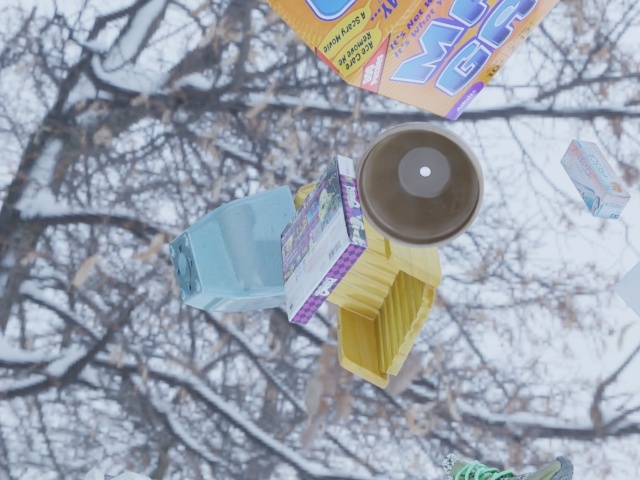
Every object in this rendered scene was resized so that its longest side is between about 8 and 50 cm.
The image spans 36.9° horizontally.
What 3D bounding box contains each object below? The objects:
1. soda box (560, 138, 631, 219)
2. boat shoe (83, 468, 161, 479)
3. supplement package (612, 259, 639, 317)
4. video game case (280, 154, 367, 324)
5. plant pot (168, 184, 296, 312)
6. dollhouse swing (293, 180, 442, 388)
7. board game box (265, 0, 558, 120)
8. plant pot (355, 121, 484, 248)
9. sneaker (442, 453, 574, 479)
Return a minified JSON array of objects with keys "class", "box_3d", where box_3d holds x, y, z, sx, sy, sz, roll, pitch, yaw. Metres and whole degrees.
[{"class":"soda box","box_3d":[0.544,-0.123,1.907,0.058,0.183,0.063,7,-51,-18]},{"class":"boat shoe","box_3d":[-0.197,0.300,0.992,0.099,0.116,0.319,21,-24,-19]},{"class":"supplement package","box_3d":[0.606,0.084,1.464,0.149,0.203,0.194,11,-54,-49]},{"class":"video game case","box_3d":[0.000,0.000,1.695,0.042,0.210,0.232,14,-46,-24]},{"class":"plant pot","box_3d":[-0.198,0.039,2.190,0.252,0.247,0.247,-11,-9,-28]},{"class":"dollhouse swing","box_3d":[0.058,0.089,2.161,0.305,0.315,0.346,15,-53,-12]},{"class":"board game box","box_3d":[0.124,-0.440,1.385,0.356,0.356,0.356,-50,-24,19]},{"class":"plant pot","box_3d":[0.189,-0.113,1.789,0.237,0.237,0.110,1,20,14]},{"class":"sneaker","box_3d":[0.304,0.493,1.882,0.410,0.182,0.158,-39,-26,31]}]
